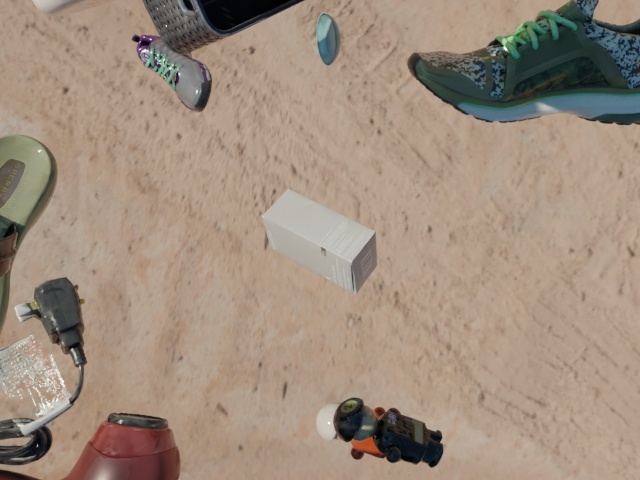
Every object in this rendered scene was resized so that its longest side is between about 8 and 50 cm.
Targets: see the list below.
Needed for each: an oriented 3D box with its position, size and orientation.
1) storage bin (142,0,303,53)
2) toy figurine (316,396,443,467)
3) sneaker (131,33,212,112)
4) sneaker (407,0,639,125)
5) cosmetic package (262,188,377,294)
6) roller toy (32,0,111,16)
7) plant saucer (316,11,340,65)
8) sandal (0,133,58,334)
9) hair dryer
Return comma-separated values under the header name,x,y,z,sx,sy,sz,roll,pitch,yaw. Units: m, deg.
name,x,y,z,sx,sy,sz,roll,pitch,yaw
storage bin,-0.082,-0.270,0.649,0.180,0.084,0.122,-38,114,-33
toy figurine,0.054,0.328,0.935,0.148,0.213,0.209,21,74,-7
sneaker,-0.260,-0.289,1.162,0.098,0.223,0.083,6,120,-34
sneaker,0.326,-0.280,0.979,0.410,0.158,0.182,-2,125,-12
cosmetic package,0.000,0.000,1.460,0.238,0.107,0.127,24,149,26
roller toy,-0.262,-0.354,0.774,0.209,0.191,0.146,-23,109,-7
plant saucer,0.021,-0.468,1.574,0.021,0.119,0.119,-11,108,-19
sandal,-0.361,-0.002,0.693,0.120,0.302,0.086,17,147,-16
hair dryer,-0.223,0.198,0.534,0.224,0.080,0.293,-32,83,-7
